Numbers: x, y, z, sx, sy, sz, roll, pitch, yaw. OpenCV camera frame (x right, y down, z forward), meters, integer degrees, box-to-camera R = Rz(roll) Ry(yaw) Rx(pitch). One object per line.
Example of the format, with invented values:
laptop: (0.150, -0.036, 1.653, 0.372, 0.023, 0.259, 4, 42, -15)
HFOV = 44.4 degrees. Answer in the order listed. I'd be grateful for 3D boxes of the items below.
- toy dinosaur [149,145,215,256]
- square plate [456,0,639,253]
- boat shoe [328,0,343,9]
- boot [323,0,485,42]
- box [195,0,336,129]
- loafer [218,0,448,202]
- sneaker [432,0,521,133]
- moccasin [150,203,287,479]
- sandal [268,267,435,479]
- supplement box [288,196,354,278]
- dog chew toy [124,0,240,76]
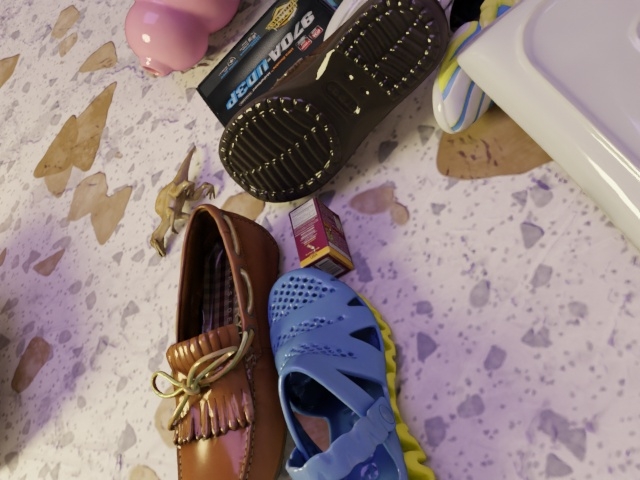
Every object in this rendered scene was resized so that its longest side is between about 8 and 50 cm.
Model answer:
toy dinosaur: (-0.200, -0.068, 1.113, 0.092, 0.053, 0.183, 1, 67, 40)
square plate: (0.346, -0.183, 0.703, 0.344, 0.049, 0.347, -40, 60, 9)
boat shoe: (0.026, -0.437, 1.106, 0.089, 0.109, 0.258, -26, 55, 29)
boot: (0.122, -0.282, 0.952, 0.258, 0.095, 0.123, -39, 43, 13)
box: (-0.059, -0.240, 1.101, 0.220, 0.051, 0.175, -44, 47, 9)
loafer: (0.022, -0.169, 0.944, 0.366, 0.134, 0.130, -32, 13, 37)
sneaker: (0.221, -0.212, 0.842, 0.126, 0.091, 0.240, 26, 83, 42)
moccasin: (-0.114, 0.132, 0.870, 0.139, 0.147, 0.380, -14, 58, 31)
sandal: (0.010, 0.144, 0.778, 0.126, 0.138, 0.317, -40, 46, 16)
supplement box: (0.000, 0.000, 0.919, 0.043, 0.055, 0.083, -31, 50, 21)
dog chew toy: (-0.204, -0.416, 1.220, 0.206, 0.206, 0.332, 16, 85, 42)
